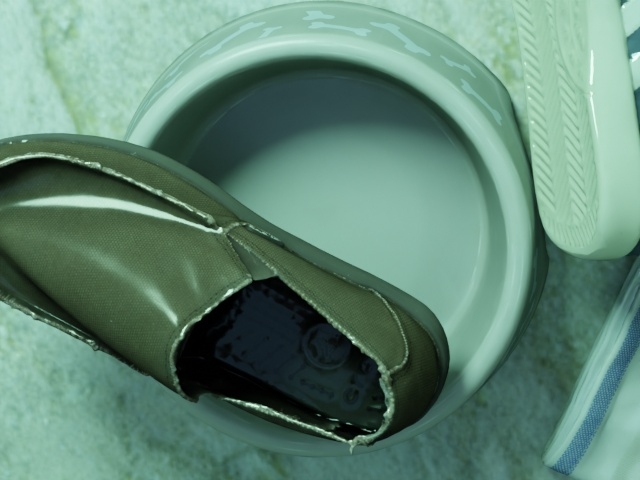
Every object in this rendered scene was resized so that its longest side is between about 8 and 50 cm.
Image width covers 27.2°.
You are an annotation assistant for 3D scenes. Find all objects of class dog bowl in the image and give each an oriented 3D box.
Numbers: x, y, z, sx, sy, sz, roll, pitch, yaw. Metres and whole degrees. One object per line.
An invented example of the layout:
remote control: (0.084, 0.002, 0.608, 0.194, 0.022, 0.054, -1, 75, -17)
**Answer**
dog bowl: (0.000, 0.000, 0.975, 0.349, 0.102, 0.348, 1, 101, 7)

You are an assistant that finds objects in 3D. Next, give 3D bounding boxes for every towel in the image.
towel: (0.332, 0.137, 0.998, 0.285, 0.034, 0.209, 24, 103, 1)

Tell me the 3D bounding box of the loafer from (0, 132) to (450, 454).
loafer: (-0.086, 0.030, 0.871, 0.366, 0.130, 0.133, 20, 102, 3)

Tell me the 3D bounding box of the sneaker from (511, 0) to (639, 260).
sneaker: (0.222, -0.164, 0.920, 0.148, 0.131, 0.350, -4, 92, -19)
